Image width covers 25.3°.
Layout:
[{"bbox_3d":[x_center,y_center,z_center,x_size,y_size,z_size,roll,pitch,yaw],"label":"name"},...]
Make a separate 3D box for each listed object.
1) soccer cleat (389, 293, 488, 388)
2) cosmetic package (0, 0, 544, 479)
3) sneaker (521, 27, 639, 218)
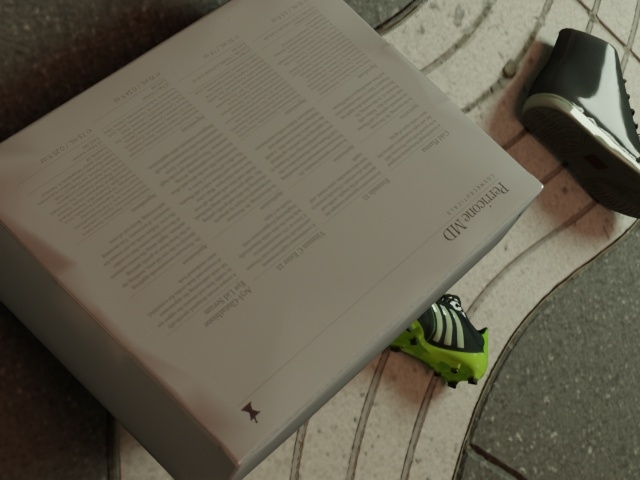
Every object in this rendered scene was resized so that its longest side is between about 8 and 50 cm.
[{"bbox_3d":[0.095,0.073,1.318,0.179,0.060,0.072,38,53,-39],"label":"soccer cleat"},{"bbox_3d":[-0.048,-0.022,1.090,0.284,0.097,0.377,43,54,11],"label":"cosmetic package"},{"bbox_3d":[0.311,-0.121,1.500,0.222,0.083,0.118,41,61,-29],"label":"sneaker"}]
